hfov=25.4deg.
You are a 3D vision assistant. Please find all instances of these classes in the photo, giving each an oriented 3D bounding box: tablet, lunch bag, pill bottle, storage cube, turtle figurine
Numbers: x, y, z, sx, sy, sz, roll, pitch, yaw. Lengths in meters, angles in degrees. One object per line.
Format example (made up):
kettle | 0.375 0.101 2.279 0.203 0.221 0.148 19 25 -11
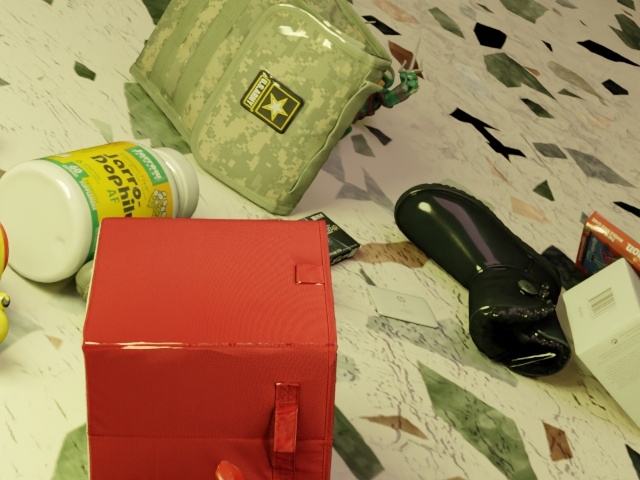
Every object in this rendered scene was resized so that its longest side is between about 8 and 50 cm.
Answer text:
tablet | 0.095 0.076 1.654 0.083 0.006 0.054 15 31 -29
lunch bag | -0.066 -0.203 1.704 0.169 0.235 0.287 7 35 -48
pill bottle | -0.214 -0.035 1.403 0.117 0.117 0.208 41 28 18
storage cube | -0.089 0.103 1.165 0.193 0.183 0.215 1 33 -3
turtle figurine | 0.056 -0.224 1.994 0.175 0.118 0.234 26 39 23

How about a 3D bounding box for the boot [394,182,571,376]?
boot | 0.194 0.045 1.708 0.246 0.094 0.207 34 23 -8

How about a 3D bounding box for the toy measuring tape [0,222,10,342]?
toy measuring tape | -0.368 -0.032 1.249 0.330 0.121 0.121 46 30 26

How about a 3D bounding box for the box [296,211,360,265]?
box | 0.000 0.000 1.669 0.067 0.018 0.083 41 29 17

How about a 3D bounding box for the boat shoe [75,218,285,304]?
boat shoe | -0.117 0.024 1.414 0.091 0.109 0.305 45 34 15

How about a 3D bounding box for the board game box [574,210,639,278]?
board game box | 0.398 0.044 1.837 0.145 0.027 0.281 37 -4 13

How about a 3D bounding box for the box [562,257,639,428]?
box | 0.379 0.131 1.694 0.170 0.091 0.130 48 20 -22

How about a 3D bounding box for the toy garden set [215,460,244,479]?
toy garden set | -0.056 0.277 1.016 0.244 0.204 0.049 50 -10 30
